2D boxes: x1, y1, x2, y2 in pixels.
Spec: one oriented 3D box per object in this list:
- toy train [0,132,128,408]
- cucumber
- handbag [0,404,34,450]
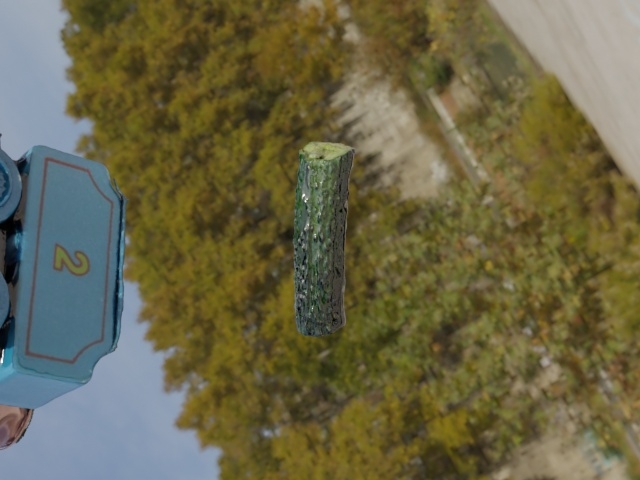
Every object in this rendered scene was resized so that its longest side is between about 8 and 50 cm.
[{"bbox_3d":[-0.370,0.030,1.317,0.265,0.188,0.300,16,-119,-35],"label":"toy train"},{"bbox_3d":[-0.001,0.000,1.073,0.058,0.058,0.187,-90,3,-76],"label":"cucumber"},{"bbox_3d":[-0.467,0.196,1.466,0.116,0.179,0.205,-1,-91,-56],"label":"handbag"}]
